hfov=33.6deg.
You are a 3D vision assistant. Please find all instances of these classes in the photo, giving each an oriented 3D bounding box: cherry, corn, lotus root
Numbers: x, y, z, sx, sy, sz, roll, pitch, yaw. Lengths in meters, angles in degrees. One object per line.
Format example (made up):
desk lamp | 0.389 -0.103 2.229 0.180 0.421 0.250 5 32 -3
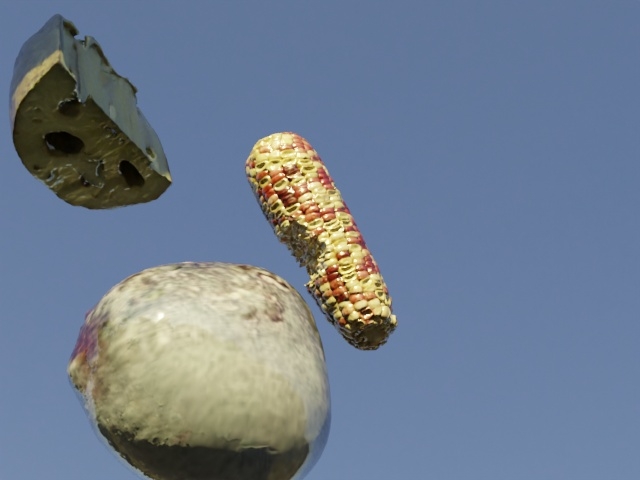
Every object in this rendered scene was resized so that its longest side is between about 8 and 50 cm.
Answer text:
cherry | -0.110 0.144 1.085 0.296 0.255 0.218 15 -27 -39
corn | 0.000 0.000 1.267 0.098 0.098 0.290 -35 -110 23
lotus root | -0.278 -0.137 1.226 0.138 0.119 0.235 -28 -43 3
